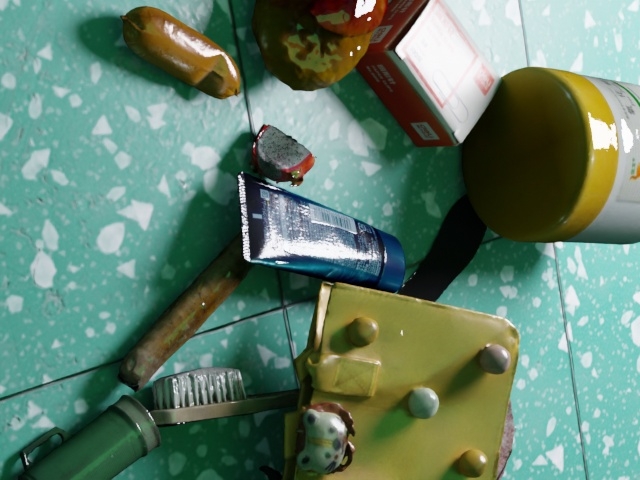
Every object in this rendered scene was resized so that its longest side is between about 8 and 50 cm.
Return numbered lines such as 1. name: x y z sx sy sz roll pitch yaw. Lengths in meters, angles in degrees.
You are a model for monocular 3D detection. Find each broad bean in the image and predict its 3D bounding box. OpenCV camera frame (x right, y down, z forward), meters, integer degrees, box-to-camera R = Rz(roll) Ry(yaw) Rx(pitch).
1. broad bean: 0.002 -0.296 1.656 0.156 0.122 0.228 33 69 -29

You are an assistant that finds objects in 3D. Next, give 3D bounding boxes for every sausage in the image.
1. sausage: -0.164 -0.224 1.576 0.183 0.054 0.062 26 109 -37

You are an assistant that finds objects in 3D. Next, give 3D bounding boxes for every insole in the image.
1. insole: 0.175 0.024 1.872 0.080 0.003 0.232 48 65 -28

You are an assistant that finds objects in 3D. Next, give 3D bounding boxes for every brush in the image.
1. brush: -0.077 0.184 1.656 0.328 0.070 0.065 -1 82 -38

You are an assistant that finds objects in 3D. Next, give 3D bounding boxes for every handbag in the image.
1. handbag: 0.082 0.267 1.637 0.283 0.133 0.400 15 82 -18

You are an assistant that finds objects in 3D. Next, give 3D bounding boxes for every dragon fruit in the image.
1. dragon fruit: -0.051 -0.098 1.662 0.056 0.083 0.060 -52 164 -22

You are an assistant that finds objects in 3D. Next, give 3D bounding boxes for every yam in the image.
1. yam: -0.150 0.077 1.603 0.264 0.046 0.046 -48 118 -27

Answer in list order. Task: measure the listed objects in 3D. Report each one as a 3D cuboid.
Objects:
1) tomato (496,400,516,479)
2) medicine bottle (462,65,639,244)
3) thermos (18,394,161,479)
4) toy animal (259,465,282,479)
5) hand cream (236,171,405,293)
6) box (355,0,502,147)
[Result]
1. tomato: 0.148 0.266 1.787 0.228 0.112 0.199 -42 105 -18
2. medicine bottle: 0.356 -0.114 1.858 0.232 0.238 0.237 1 91 -38
3. thermos: -0.274 0.252 1.500 0.188 0.073 0.083 -37 114 -30
4. toy animal: -0.066 0.405 1.657 0.148 0.084 0.232 26 80 -34
5. hand cream: 0.000 0.000 1.683 0.271 0.061 0.120 19 57 -43
6. box: 0.142 -0.231 1.777 0.182 0.099 0.133 51 62 -27
